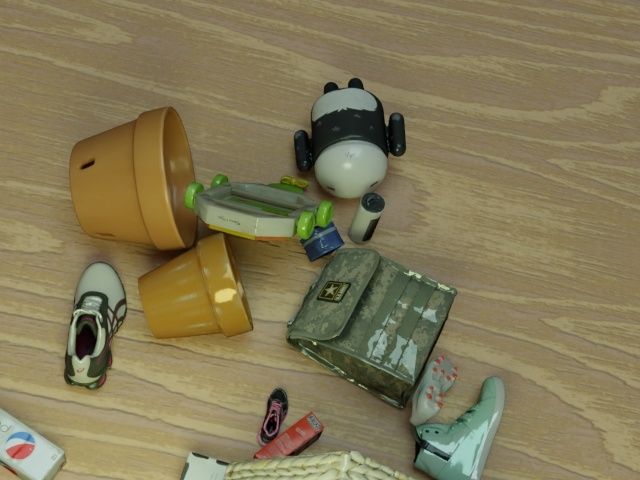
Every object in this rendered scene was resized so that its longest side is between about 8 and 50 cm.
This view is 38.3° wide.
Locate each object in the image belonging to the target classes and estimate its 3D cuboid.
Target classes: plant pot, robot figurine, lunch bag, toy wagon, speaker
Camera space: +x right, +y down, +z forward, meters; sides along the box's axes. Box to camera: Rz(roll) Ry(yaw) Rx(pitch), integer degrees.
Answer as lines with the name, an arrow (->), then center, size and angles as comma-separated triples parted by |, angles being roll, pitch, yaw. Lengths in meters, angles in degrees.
plant pot -> -0.250, 0.107, 1.817 | 0.187, 0.205, 0.205 | -17, 64, -2
robot figurine -> 0.065, -0.227, 2.076 | 0.173, 0.209, 0.278 | 20, 53, -34
lunch bag -> 0.000, 0.000, 1.974 | 0.067, 0.098, 0.065 | -24, 85, -27
toy wagon -> -0.111, -0.075, 1.928 | 0.267, 0.068, 0.344 | 15, 16, 16
lunch bag -> 0.097, 0.158, 1.863 | 0.287, 0.169, 0.235 | 25, 62, 12
speaker -> 0.099, -0.048, 1.995 | 0.055, 0.136, 0.055 | 5, 59, -9
plant pot -> -0.380, -0.116, 1.875 | 0.203, 0.291, 0.291 | -6, 61, 4

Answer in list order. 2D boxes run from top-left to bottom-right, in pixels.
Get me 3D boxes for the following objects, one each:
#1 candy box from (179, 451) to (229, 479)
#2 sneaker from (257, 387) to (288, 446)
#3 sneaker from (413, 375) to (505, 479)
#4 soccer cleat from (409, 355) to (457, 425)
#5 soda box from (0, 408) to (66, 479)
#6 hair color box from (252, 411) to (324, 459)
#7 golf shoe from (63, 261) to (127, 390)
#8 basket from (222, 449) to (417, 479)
candy box -> -0.153, 0.497, 1.670 | 0.233, 0.071, 0.159 | 18, 60, -1
sneaker -> -0.088, 0.337, 1.784 | 0.047, 0.057, 0.119 | 14, 58, -1
sneaker -> 0.269, 0.357, 1.823 | 0.151, 0.094, 0.256 | 23, 57, 6
soccer cleat -> 0.221, 0.297, 1.848 | 0.068, 0.076, 0.196 | 41, 30, 0
soda box -> -0.568, 0.362, 1.667 | 0.216, 0.069, 0.074 | 31, 60, 8
hair color box -> -0.062, 0.390, 1.749 | 0.141, 0.072, 0.043 | -34, 71, -25
golf shoe -> -0.434, 0.150, 1.788 | 0.105, 0.120, 0.273 | 3, 59, -7
basket -> 0.021, 0.516, 1.478 | 0.328, 0.331, 0.267 | 32, 56, -32
